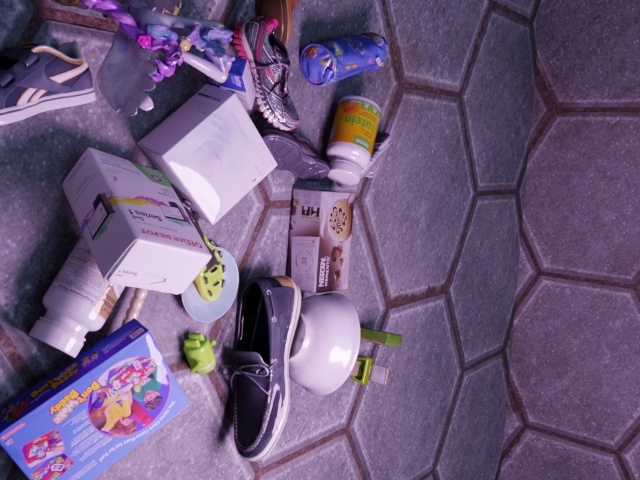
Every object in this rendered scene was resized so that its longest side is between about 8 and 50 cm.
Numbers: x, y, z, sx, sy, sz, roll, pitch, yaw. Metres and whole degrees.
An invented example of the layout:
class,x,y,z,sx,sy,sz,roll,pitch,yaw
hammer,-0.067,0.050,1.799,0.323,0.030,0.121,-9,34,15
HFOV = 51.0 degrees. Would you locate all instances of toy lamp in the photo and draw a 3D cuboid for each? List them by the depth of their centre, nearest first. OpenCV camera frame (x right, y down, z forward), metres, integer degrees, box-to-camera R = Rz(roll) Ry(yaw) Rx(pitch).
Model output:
class,x,y,z,sx,sy,sz,roll,pitch,yaw
toy lamp,-0.423,0.159,1.520,0.080,0.080,0.275,38,65,-48

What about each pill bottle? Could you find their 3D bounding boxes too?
class,x,y,z,sx,sy,sz,roll,pitch,yaw
pill bottle,-0.490,0.116,1.379,0.131,0.131,0.229,48,60,-45
pill bottle,0.094,-0.299,2.023,0.136,0.136,0.246,35,63,-49

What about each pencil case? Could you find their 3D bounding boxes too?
class,x,y,z,sx,sy,sz,roll,pitch,yaw
pencil case,0.077,-0.537,1.983,0.306,0.133,0.119,-29,152,-45

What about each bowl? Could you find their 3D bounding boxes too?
class,x,y,z,sx,sy,sz,roll,pitch,yaw
bowl,-0.035,0.279,1.894,0.134,0.298,0.298,18,82,-36

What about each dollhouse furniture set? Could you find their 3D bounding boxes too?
class,x,y,z,sx,sy,sz,roll,pitch,yaw
dollhouse furniture set,0.112,0.379,2.184,0.301,0.151,0.197,18,83,-52

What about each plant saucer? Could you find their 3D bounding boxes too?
class,x,y,z,sx,sy,sz,roll,pitch,yaw
plant saucer,-0.289,0.110,1.711,0.195,0.037,0.195,-15,109,-50

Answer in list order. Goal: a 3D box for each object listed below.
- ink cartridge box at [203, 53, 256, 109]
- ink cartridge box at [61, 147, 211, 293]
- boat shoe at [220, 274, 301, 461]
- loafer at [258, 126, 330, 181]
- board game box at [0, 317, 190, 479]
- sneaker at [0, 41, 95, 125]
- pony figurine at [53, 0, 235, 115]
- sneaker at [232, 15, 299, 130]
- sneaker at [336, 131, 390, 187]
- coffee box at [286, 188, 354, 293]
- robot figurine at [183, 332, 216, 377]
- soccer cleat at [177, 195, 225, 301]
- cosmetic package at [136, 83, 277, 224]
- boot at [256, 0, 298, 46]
class,x,y,z,sx,sy,sz,roll,pitch,yaw
ink cartridge box,-0.212,-0.376,1.585,0.207,0.097,0.046,95,10,-80
ink cartridge box,-0.375,-0.038,1.371,0.117,0.278,0.201,-48,146,19
boat shoe,-0.173,0.331,1.796,0.156,0.187,0.500,18,77,-47
loafer,-0.086,-0.253,1.873,0.302,0.109,0.095,25,41,-53
board game box,-0.476,0.361,1.417,0.347,0.078,0.233,-35,125,-25
sneaker,-0.557,-0.288,1.223,0.321,0.126,0.127,-40,132,-54
pony figurine,-0.339,-0.418,1.313,0.363,0.351,0.303,5,115,-54
sneaker,-0.120,-0.421,1.718,0.121,0.112,0.299,-69,141,-54
sneaker,0.150,-0.237,2.154,0.281,0.105,0.115,-43,135,-35
coffee box,0.000,0.000,1.994,0.168,0.119,0.297,-1,97,-53
robot figurine,-0.305,0.289,1.700,0.101,0.067,0.115,-66,146,-58
soccer cleat,-0.317,0.019,1.591,0.093,0.121,0.289,-54,133,-46
cosmetic package,-0.259,-0.200,1.568,0.224,0.138,0.224,-45,132,-15
boot,-0.076,-0.662,1.801,0.220,0.109,0.283,-27,110,-51
